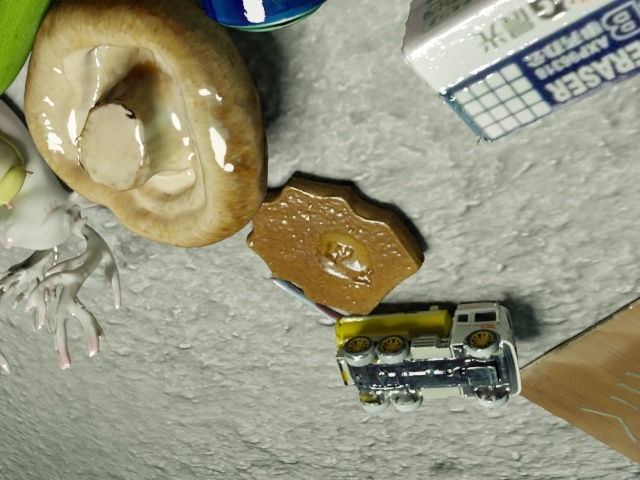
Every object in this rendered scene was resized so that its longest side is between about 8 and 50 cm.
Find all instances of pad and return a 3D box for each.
[{"bbox_3d":[0.425,0.185,0.936,0.287,0.018,0.284,30,137,-12],"label":"pad"}]

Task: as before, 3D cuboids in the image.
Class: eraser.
[{"bbox_3d":[0.210,-0.186,0.573,0.287,0.086,0.130,-22,125,37],"label":"eraser"}]

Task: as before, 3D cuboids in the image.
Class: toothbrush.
[{"bbox_3d":[0.017,0.096,1.000,0.193,0.013,0.019,31,131,-13],"label":"toothbrush"}]

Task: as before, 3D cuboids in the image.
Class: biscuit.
[{"bbox_3d":[0.001,-0.002,0.886,0.215,0.034,0.182,31,136,-10],"label":"biscuit"}]

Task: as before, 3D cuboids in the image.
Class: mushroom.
[{"bbox_3d":[-0.167,-0.113,0.737,0.278,0.146,0.278,16,128,21],"label":"mushroom"}]

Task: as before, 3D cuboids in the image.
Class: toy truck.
[{"bbox_3d":[0.123,0.131,0.922,0.227,0.114,0.098,-6,121,19],"label":"toy truck"}]

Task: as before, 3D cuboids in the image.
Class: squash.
[{"bbox_3d":[-0.296,-0.230,0.719,0.082,0.082,0.292,34,134,-15],"label":"squash"}]

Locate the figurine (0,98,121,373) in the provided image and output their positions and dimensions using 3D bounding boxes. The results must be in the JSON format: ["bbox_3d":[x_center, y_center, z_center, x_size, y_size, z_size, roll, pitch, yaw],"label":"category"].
[{"bbox_3d":[-0.379,-0.005,0.865,0.316,0.284,0.206,32,140,-31],"label":"figurine"}]

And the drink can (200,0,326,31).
[{"bbox_3d":[-0.057,-0.266,0.565,0.118,0.118,0.204,2,137,18],"label":"drink can"}]
